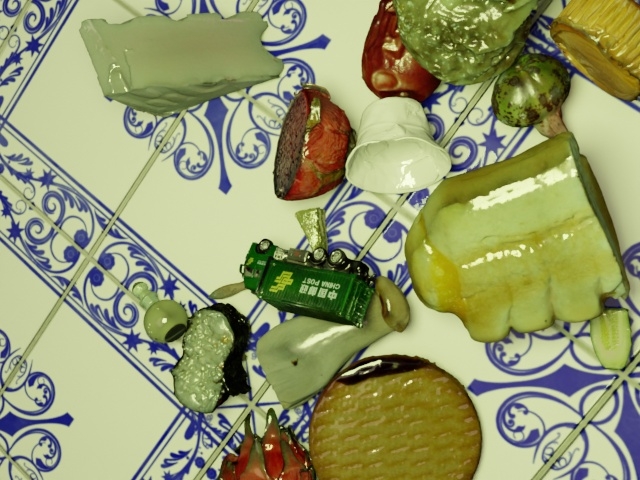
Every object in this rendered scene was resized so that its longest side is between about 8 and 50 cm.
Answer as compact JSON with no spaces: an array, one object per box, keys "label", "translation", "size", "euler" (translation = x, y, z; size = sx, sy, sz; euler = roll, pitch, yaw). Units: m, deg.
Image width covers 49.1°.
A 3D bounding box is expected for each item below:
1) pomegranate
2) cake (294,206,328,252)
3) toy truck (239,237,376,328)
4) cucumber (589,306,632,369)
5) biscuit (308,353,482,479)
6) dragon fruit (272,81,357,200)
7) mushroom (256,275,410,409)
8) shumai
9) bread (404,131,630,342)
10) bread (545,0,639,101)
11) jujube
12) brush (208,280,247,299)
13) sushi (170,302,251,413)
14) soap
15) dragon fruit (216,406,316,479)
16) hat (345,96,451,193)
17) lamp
[{"label":"pomegranate","translation":[0.374,-0.243,1.210],"size":[0.138,0.125,0.163],"euler":[-39,78,1]},{"label":"cake","translation":[0.000,0.000,1.367],"size":[0.055,0.051,0.140],"euler":[-23,83,15]},{"label":"toy truck","translation":[-0.030,0.073,1.286],"size":[0.259,0.088,0.121],"euler":[8,71,36]},{"label":"cucumber","translation":[0.500,0.166,1.203],"size":[0.067,0.035,0.107],"euler":[-1,96,29]},{"label":"biscuit","translation":[0.135,0.363,1.282],"size":[0.318,0.040,0.317],"euler":[0,93,4]},{"label":"dragon fruit","translation":[0.007,-0.169,1.314],"size":[0.148,0.218,0.223],"euler":[11,115,-16]},{"label":"mushroom","translation":[0.027,0.190,1.333],"size":[0.329,0.122,0.159],"euler":[-30,116,16]},{"label":"shumai","translation":[0.244,-0.391,1.120],"size":[0.189,0.218,0.256],"euler":[-41,94,-22]},{"label":"bread","translation":[0.315,0.007,1.182],"size":[0.341,0.210,0.300],"euler":[-24,103,23]},{"label":"bread","translation":[0.478,-0.326,1.144],"size":[0.199,0.199,0.104],"euler":[43,97,15]},{"label":"jujube","translation":[0.162,-0.365,1.277],"size":[0.155,0.155,0.230],"euler":[14,83,19]},{"label":"brush","translation":[-0.146,0.088,1.430],"size":[0.196,0.021,0.070],"euler":[-19,81,18]},{"label":"sushi","translation":[-0.202,0.235,1.396],"size":[0.147,0.115,0.212],"euler":[14,94,22]},{"label":"soap","translation":[-0.264,-0.366,1.359],"size":[0.302,0.258,0.158],"euler":[-18,82,17]},{"label":"dragon fruit","translation":[-0.097,0.454,1.318],"size":[0.193,0.192,0.273],"euler":[13,83,-4]},{"label":"hat","translation":[0.136,-0.181,1.277],"size":[0.203,0.203,0.126],"euler":[-12,62,18]},{"label":"lamp","translation":[-0.346,0.143,1.471],"size":[0.163,0.091,0.091],"euler":[42,102,32]}]
